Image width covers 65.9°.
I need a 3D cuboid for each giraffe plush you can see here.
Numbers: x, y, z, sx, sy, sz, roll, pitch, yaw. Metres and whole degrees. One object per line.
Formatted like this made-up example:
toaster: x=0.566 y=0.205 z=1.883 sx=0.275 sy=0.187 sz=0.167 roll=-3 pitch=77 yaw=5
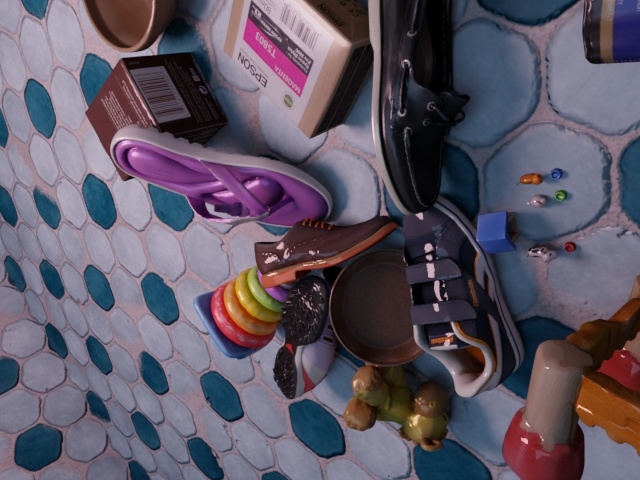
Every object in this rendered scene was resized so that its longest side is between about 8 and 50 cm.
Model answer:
giraffe plush: x=0.152 y=0.301 z=0.894 sx=0.170 sy=0.181 sz=0.210 roll=19 pitch=130 yaw=22

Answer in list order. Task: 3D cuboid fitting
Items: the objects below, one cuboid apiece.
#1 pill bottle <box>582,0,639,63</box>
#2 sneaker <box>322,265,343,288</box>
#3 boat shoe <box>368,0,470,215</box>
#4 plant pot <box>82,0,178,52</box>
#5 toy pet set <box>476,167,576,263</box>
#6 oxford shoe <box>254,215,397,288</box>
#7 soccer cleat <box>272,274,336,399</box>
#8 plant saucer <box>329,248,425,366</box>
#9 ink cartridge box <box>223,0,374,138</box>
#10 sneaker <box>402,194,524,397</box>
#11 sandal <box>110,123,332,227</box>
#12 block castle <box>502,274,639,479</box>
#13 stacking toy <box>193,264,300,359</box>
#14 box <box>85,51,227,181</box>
pill bottle: x=0.381 y=-0.238 z=0.469 sx=0.219 sy=0.122 sz=0.123 roll=10 pitch=116 yaw=36
sneaker: x=0.054 y=0.132 z=0.958 sx=0.170 sy=0.051 sz=0.089 roll=42 pitch=127 yaw=12
boat shoe: x=0.146 y=-0.203 z=0.673 sx=0.113 sy=0.127 sz=0.341 roll=2 pitch=99 yaw=41
plant pot: x=-0.354 y=-0.491 z=0.951 sx=0.237 sy=0.109 sz=0.238 roll=17 pitch=121 yaw=31
toy pet set: x=0.281 y=-0.025 z=0.690 sx=0.114 sy=0.065 sz=0.122 roll=-8 pitch=105 yaw=41
oxford shoe: x=0.000 y=0.000 z=0.870 sx=0.271 sy=0.097 sz=0.099 roll=-21 pitch=88 yaw=16
soccer cleat: x=-0.014 y=0.188 z=0.993 sx=0.108 sy=0.116 sz=0.319 roll=44 pitch=135 yaw=37
plant saucer: x=0.113 y=0.113 z=0.849 sx=0.199 sy=0.198 sz=0.036 roll=60 pitch=177 yaw=-1
ink cartridge box: x=-0.036 y=-0.310 z=0.772 sx=0.235 sy=0.088 sz=0.193 roll=46 pitch=143 yaw=12
sneaker: x=0.201 y=0.087 z=0.760 sx=0.126 sy=0.127 sz=0.321 roll=-26 pitch=92 yaw=56
sandal: x=-0.186 y=-0.085 z=0.906 sx=0.415 sy=0.102 sz=0.169 roll=16 pitch=146 yaw=-1
block castle: x=0.445 y=0.235 z=0.461 sx=0.453 sy=0.302 sz=0.213 roll=29 pitch=132 yaw=46
stacking toy: x=-0.103 y=0.097 z=1.024 sx=0.302 sy=0.175 sz=0.166 roll=-44 pitch=75 yaw=28
box: x=-0.337 y=-0.253 z=1.011 sx=0.203 sy=0.167 sz=0.169 roll=-26 pitch=94 yaw=43
